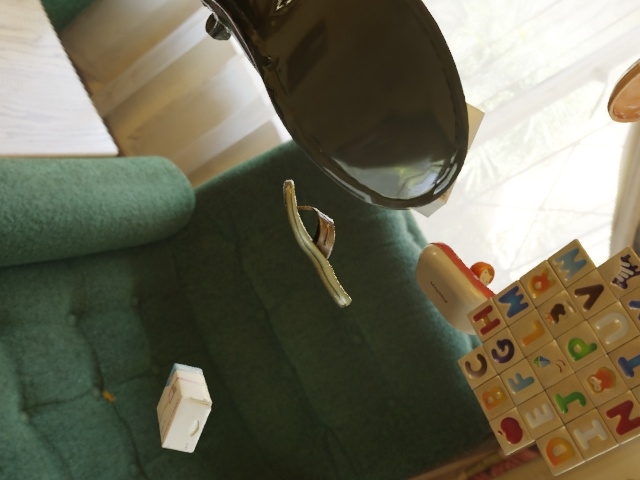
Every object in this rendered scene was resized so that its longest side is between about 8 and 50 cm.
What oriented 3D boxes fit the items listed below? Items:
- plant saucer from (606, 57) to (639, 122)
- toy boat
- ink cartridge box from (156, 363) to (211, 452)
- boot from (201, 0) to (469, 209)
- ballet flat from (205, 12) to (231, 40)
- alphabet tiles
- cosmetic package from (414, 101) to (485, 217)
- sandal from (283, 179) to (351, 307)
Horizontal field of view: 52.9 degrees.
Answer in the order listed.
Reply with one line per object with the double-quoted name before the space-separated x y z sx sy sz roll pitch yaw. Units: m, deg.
"plant saucer" 0.590 -0.282 1.118 0.200 0.199 0.037 24 40 -56
"toy boat" 0.330 0.095 1.446 0.231 0.151 0.151 53 -24 29
"ink cartridge box" -0.219 0.264 1.024 0.052 0.089 0.122 19 8 -23
"boot" -0.011 -0.140 0.422 0.263 0.091 0.229 51 7 -5
"ballet flat" -0.138 -0.406 1.113 0.049 0.173 0.058 1 71 -45
"alphabet tiles" 0.372 0.176 0.979 0.011 0.342 0.285 9 48 -45
"cosmetic package" 0.268 -0.173 1.379 0.060 0.099 0.239 27 70 -2
"sandal" 0.000 0.001 1.381 0.303 0.086 0.120 61 1 -15
